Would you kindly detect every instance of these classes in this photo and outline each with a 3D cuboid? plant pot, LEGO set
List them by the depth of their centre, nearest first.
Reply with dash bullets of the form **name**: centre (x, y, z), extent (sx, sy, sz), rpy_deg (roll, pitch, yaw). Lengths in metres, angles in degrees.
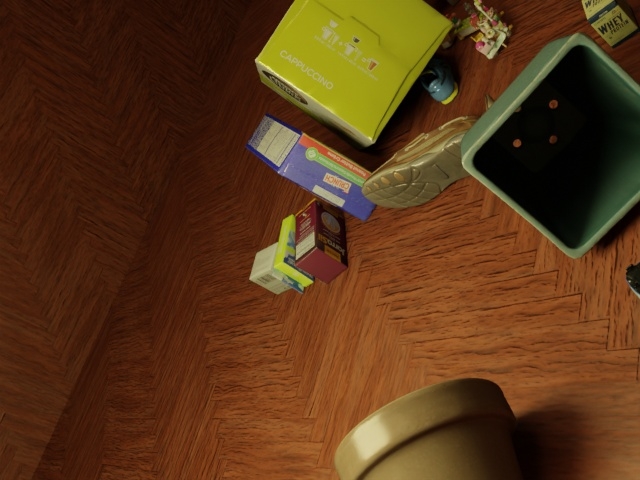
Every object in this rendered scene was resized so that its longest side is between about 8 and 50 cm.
- **plant pot**: centre (0.180, 0.351, 0.921), extent (0.263, 0.263, 0.229), rpy_deg (-45, 48, 22)
- **plant pot**: centre (0.379, -0.168, 1.114), extent (0.247, 0.248, 0.252), rpy_deg (-49, 10, 15)
- **LEGO set**: centre (0.357, -0.534, 1.662), extent (0.132, 0.107, 0.287), rpy_deg (-53, 28, 8)

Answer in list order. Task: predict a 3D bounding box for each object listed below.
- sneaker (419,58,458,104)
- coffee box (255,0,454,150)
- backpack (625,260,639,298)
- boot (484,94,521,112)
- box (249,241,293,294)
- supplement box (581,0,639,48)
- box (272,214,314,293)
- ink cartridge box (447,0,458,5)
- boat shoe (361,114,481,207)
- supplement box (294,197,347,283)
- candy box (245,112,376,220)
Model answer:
- **sneaker**: centre (0.278, -0.413, 1.696), extent (0.069, 0.082, 0.209), rpy_deg (-46, 28, 24)
- **coffee box**: centre (0.071, -0.462, 1.708), extent (0.338, 0.338, 0.334), rpy_deg (-56, 5, 2)
- **backpack**: centre (0.470, 0.059, 0.879), extent (0.105, 0.084, 0.114), rpy_deg (-47, 24, 20)
- **boot**: centre (0.379, -0.258, 1.383), extent (0.087, 0.042, 0.118), rpy_deg (-8, 53, 13)
- **box**: centre (-0.112, 0.074, 1.800), extent (0.101, 0.102, 0.087), rpy_deg (-27, 42, 46)
- **supplement box**: centre (0.537, -0.420, 1.273), extent (0.056, 0.083, 0.083), rpy_deg (-35, 34, 37)
- **box**: centre (-0.058, 0.033, 1.746), extent (0.042, 0.109, 0.178), rpy_deg (-30, 38, 39)
- **ink cartridge box**: centre (0.353, -0.808, 1.933), extent (0.272, 0.130, 0.309), rpy_deg (-42, 31, 30)
- **boat shoe**: centre (0.231, -0.169, 1.491), extent (0.324, 0.123, 0.116), rpy_deg (-22, 39, 35)
- **supplement box**: centre (0.000, 0.000, 1.691), extent (0.081, 0.104, 0.188), rpy_deg (-40, 32, 29)
- **candy box**: centre (-0.018, -0.191, 1.743), extent (0.122, 0.268, 0.317), rpy_deg (-58, 28, 6)
